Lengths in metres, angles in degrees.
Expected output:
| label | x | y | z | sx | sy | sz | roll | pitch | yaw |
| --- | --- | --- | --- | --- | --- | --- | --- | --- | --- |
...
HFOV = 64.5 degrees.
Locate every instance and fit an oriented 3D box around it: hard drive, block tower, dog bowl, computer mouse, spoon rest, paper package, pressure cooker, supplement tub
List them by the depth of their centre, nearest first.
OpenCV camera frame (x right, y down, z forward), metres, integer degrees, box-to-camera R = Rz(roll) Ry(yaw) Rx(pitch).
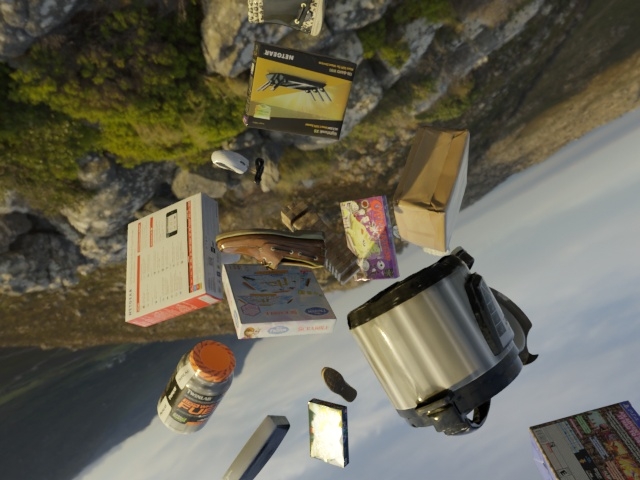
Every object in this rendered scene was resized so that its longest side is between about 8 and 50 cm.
| label | x | y | z | sx | sy | sz | roll | pitch | yaw |
| --- | --- | --- | --- | --- | --- | --- | --- | --- | --- |
| pressure cooker | 0.314 | 0.291 | 1.349 | 0.370 | 0.420 | 0.375 | -27 | 172 | -19 |
| paper package | 0.367 | -0.161 | 1.646 | 0.325 | 0.168 | 0.309 | 60 | 49 | -63 |
| hard drive | -0.207 | 0.705 | 1.701 | 0.254 | 0.054 | 0.172 | -54 | 153 | -5 |
| supplement tub | -0.423 | 0.502 | 1.747 | 0.193 | 0.193 | 0.316 | -22 | 149 | -55 |
| dog bowl | 0.589 | 0.313 | 1.781 | 0.349 | 0.349 | 0.102 | -24 | 152 | -46 |
| computer mouse | -0.293 | -0.275 | 1.809 | 0.193 | 0.106 | 0.042 | 18 | 155 | -13 |
| block tower | 0.000 | 0.000 | 1.819 | 0.091 | 0.335 | 0.097 | -40 | 163 | -15 |
| spoon rest | -0.436 | 0.058 | 2.191 | 0.084 | 0.137 | 0.276 | -47 | 177 | 20 |

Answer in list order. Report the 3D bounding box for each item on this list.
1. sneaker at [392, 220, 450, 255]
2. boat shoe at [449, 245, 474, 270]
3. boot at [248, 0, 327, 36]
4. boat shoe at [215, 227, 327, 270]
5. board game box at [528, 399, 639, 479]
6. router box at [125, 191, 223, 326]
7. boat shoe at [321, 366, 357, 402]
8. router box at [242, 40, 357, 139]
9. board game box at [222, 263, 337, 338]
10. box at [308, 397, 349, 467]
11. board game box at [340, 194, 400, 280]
| label | x | y | z | sx | sy | sz | roll | pitch | yaw |
| --- | --- | --- | --- | --- | --- | --- | --- | --- | --- |
| sneaker | 0.396 | -0.026 | 1.945 | 0.095 | 0.235 | 0.090 | -60 | 179 | -38 |
| boat shoe | 0.427 | 0.121 | 1.594 | 0.081 | 0.069 | 0.227 | -29 | 141 | -27 |
| boot | -0.069 | -0.579 | 1.120 | 0.179 | 0.085 | 0.236 | 7 | 133 | -3 |
| boat shoe | -0.131 | 0.028 | 1.390 | 0.307 | 0.104 | 0.111 | -1 | 169 | -9 |
| board game box | 0.758 | 0.601 | 1.368 | 0.291 | 0.141 | 0.232 | -17 | -151 | 4 |
| router box | -0.447 | 0.057 | 1.535 | 0.301 | 0.335 | 0.082 | -20 | 152 | 21 |
| boat shoe | 0.055 | 0.495 | 1.756 | 0.064 | 0.178 | 0.060 | -49 | -151 | -15 |
| router box | -0.067 | -0.455 | 1.560 | 0.309 | 0.081 | 0.243 | 4 | 116 | -20 |
| board game box | -0.147 | 0.191 | 1.702 | 0.319 | 0.318 | 0.066 | 0 | 122 | -22 |
| box | 0.031 | 0.747 | 1.978 | 0.159 | 0.233 | 0.044 | 3 | -172 | 35 |
| board game box | 0.206 | -0.005 | 2.133 | 0.208 | 0.346 | 0.056 | -8 | -175 | 32 |
